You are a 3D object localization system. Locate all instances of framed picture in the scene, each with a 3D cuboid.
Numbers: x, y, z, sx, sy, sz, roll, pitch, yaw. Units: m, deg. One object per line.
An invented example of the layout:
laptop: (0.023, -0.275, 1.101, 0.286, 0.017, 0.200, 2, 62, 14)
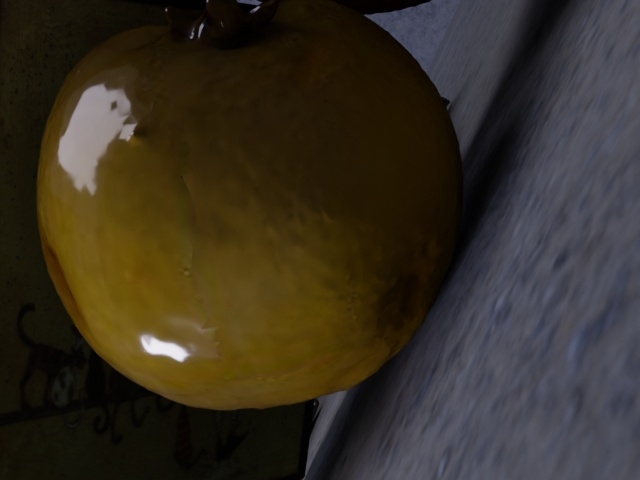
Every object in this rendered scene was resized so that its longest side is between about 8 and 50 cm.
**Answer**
framed picture: (-0.089, 0.022, 0.556, 0.255, 0.014, 0.339, -4, -74, -42)

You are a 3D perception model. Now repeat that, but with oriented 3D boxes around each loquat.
loquat: (-0.035, -0.020, 0.439, 0.208, 0.208, 0.208, 25, -90, -90)

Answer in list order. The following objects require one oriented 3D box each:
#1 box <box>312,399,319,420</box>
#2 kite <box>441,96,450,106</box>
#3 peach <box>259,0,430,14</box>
box: (-0.121, 0.239, 0.806, 0.155, 0.148, 0.231, 116, 180, -51)
kite: (0.042, -0.097, 0.926, 0.233, 0.321, 0.016, -27, 25, -24)
peach: (0.030, -0.304, 0.523, 0.370, 0.370, 0.370, 25, -90, -90)
